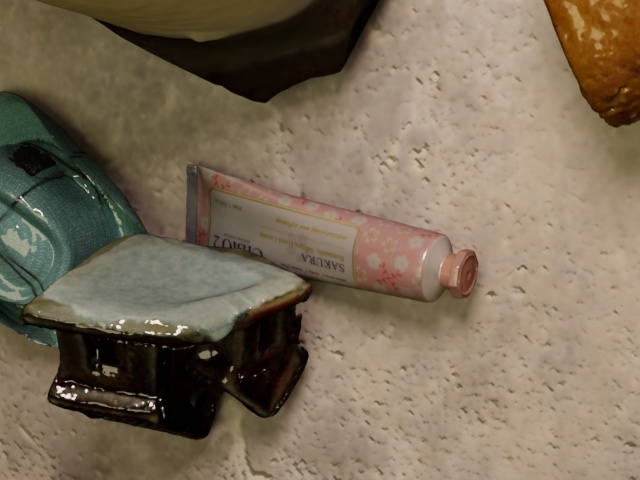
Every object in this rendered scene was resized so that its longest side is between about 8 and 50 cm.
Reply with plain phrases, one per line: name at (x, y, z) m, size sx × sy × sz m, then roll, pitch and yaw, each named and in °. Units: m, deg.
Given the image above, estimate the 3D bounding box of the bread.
bread at (0.210, -0.149, 0.922) m, size 0.172 × 0.103 × 0.132 m, roll -22°, pitch 89°, yaw 28°

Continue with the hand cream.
hand cream at (0.000, 0.000, 1.094) m, size 0.210 × 0.043 × 0.067 m, roll 12°, pitch 111°, yaw 28°

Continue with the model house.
model house at (-0.093, 0.081, 1.115) m, size 0.165 × 0.106 × 0.152 m, roll 11°, pitch 131°, yaw 11°

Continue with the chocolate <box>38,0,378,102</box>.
chocolate at (-0.119, -0.258, 0.948) m, size 0.314 × 0.297 × 0.326 m, roll 38°, pitch 116°, yaw 18°

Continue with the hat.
hat at (-0.201, -0.008, 1.162) m, size 0.191 × 0.078 × 0.138 m, roll 49°, pitch 119°, yaw 7°
